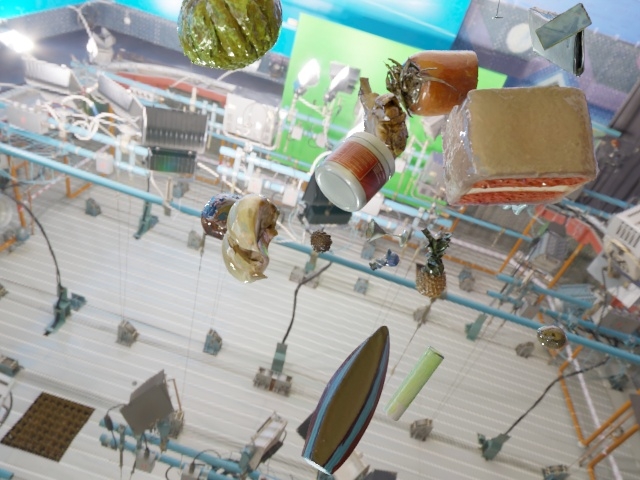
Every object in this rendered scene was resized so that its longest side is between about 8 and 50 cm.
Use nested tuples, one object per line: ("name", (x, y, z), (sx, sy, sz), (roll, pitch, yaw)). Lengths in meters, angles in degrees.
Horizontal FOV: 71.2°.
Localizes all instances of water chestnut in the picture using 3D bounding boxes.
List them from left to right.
("water chestnut", (-0.405, -0.066, 2.126), (0.351, 0.302, 0.350), (8, -170, -1))

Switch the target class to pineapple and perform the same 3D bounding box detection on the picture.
("pineapple", (0.401, 0.082, 1.595), (0.119, 0.277, 0.130), (28, -133, 33))

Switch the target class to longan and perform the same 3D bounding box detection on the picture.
("longan", (0.883, 0.369, 1.709), (0.113, 0.092, 0.113), (15, -174, -1))

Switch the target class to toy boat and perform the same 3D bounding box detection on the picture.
("toy boat", (0.083, 0.371, 1.108), (0.136, 0.079, 0.392), (25, -115, 16))
("toy boat", (0.603, -0.531, 1.112), (0.016, 0.115, 0.063), (-12, -102, -60))

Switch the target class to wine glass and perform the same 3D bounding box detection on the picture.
("wine glass", (0.318, -0.030, 2.141), (0.183, 0.122, 0.122), (14, -146, -10))

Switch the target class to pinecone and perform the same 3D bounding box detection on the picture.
("pinecone", (-0.001, -0.003, 1.990), (0.102, 0.102, 0.109), (-2, -135, -27))

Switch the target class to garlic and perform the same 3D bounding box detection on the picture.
("garlic", (-0.259, -0.011, 1.670), (0.249, 0.286, 0.313), (36, -142, -11))

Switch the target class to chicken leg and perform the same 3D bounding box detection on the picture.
("chicken leg", (0.260, -0.554, 1.894), (0.182, 0.295, 0.409), (-15, -110, -5))

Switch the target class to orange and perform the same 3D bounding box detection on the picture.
("orange", (-0.239, -0.579, 1.200), (0.301, 0.223, 0.300), (-41, -138, -6))

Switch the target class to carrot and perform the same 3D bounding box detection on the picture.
("carrot", (0.345, -0.480, 1.380), (0.331, 0.193, 0.214), (-6, -135, -18))

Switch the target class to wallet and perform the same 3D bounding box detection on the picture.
("wallet", (0.849, -0.732, 1.624), (0.046, 0.190, 0.379), (-16, -148, 10))

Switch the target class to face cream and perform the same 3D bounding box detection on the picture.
("face cream", (0.111, -0.221, 1.454), (0.201, 0.201, 0.187), (35, -113, 23))

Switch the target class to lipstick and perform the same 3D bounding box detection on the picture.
("lipstick", (0.350, 0.535, 1.679), (0.076, 0.304, 0.076), (34, -176, -3))

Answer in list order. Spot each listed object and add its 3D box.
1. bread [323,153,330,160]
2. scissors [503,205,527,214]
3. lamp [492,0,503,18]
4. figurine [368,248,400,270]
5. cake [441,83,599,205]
("bread", (0.089, -0.294, 1.851), (0.125, 0.156, 0.086), (-6, -161, 47))
("scissors", (0.775, -0.277, 1.669), (0.029, 0.360, 0.191), (16, -167, -7))
("lamp", (0.661, -0.883, 1.645), (0.041, 0.121, 0.054), (11, -156, 21))
("figurine", (0.289, 0.100, 2.017), (0.077, 0.136, 0.079), (33, -154, -53))
("cake", (0.457, -0.212, 1.066), (0.309, 0.237, 0.230), (-3, -106, 1))
